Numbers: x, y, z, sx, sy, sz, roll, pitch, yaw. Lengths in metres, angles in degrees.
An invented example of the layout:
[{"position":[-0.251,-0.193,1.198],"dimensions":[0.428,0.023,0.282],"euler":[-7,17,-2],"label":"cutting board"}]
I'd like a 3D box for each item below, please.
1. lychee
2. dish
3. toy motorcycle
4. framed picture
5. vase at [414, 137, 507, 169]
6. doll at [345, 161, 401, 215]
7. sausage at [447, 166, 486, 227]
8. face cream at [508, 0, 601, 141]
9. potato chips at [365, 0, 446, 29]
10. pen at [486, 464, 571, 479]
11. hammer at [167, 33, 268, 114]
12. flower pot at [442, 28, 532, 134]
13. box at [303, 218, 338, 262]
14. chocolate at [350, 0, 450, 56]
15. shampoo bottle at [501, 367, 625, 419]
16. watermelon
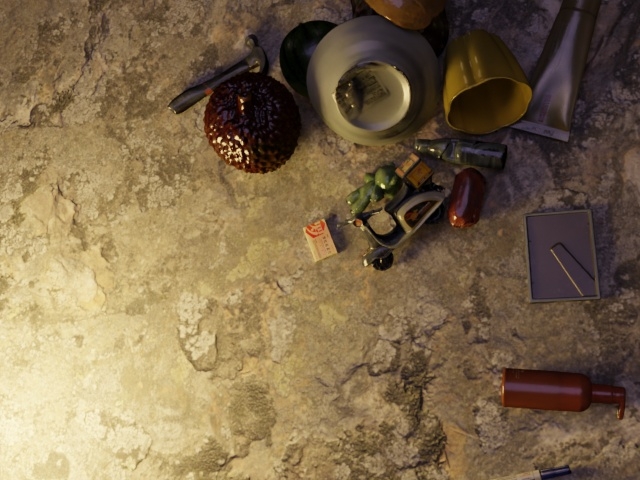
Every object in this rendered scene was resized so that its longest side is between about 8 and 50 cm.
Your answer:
[{"position":[-0.155,-0.267,1.881],"dimensions":[0.236,0.271,0.235],"euler":[-5,65,12],"label":"lychee"},{"position":[0.120,-0.338,1.807],"dimensions":[0.317,0.316,0.106],"euler":[-14,31,13],"label":"dish"},{"position":[0.168,-0.052,1.801],"dimensions":[0.157,0.091,0.263],"euler":[41,97,-19],"label":"toy motorcycle"},{"position":[0.522,0.034,1.741],"dimensions":[0.150,0.015,0.203],"euler":[-5,74,15],"label":"framed picture"},{"position":[0.319,-0.206,1.838],"dimensions":[0.211,0.060,0.059],"euler":[11,80,18],"label":"vase"},{"position":[0.128,-0.117,1.876],"dimensions":[0.150,0.077,0.115],"euler":[-34,31,17],"label":"doll"},{"position":[0.328,-0.095,1.802],"dimensions":[0.076,0.076,0.141],"euler":[8,80,18],"label":"sausage"},{"position":[0.547,-0.402,1.818],"dimensions":[0.137,0.084,0.341],"euler":[19,90,19],"label":"face cream"},{"position":[0.184,-0.563,1.754],"dimensions":[0.195,0.062,0.208],"euler":[-3,71,-3],"label":"potato chips"},{"position":[0.413,0.493,1.650],"dimensions":[0.204,0.025,0.025],"euler":[-15,72,12],"label":"pen"},{"position":[-0.265,-0.406,2.076],"dimensions":[0.290,0.037,0.137],"euler":[-30,68,7],"label":"hammer"},{"position":[0.363,-0.367,1.809],"dimensions":[0.195,0.195,0.179],"euler":[-15,59,12],"label":"flower pot"},{"position":[0.000,0.000,1.904],"dimensions":[0.058,0.015,0.093],"euler":[-24,71,11],"label":"box"},{"position":[0.176,-0.567,1.895],"dimensions":[0.225,0.210,0.340],"euler":[-11,73,15],"label":"chocolate"},{"position":[0.496,0.311,1.643],"dimensions":[0.244,0.085,0.085],"euler":[4,77,16],"label":"shampoo bottle"},{"position":[-0.008,-0.446,1.930],"dimensions":[0.188,0.188,0.214],"euler":[-21,78,11],"label":"watermelon"}]
